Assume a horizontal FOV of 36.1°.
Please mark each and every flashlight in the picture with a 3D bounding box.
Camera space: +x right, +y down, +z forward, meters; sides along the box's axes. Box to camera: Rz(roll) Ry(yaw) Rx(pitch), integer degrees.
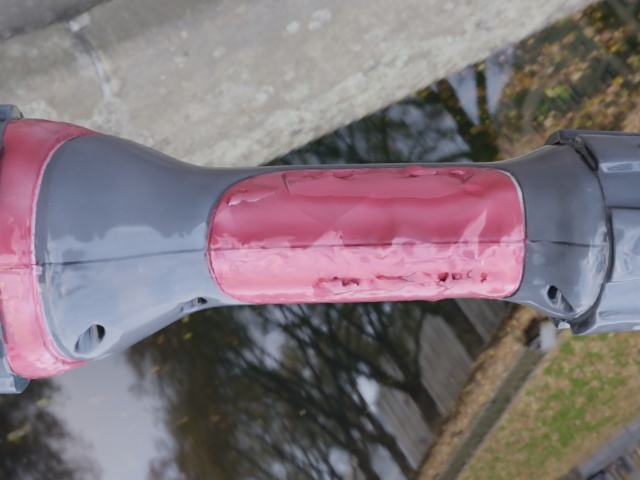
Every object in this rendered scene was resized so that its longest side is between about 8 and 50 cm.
[{"bbox_3d":[0.000,0.000,0.355,0.304,0.103,0.103,-1,144,-4],"label":"flashlight"}]
